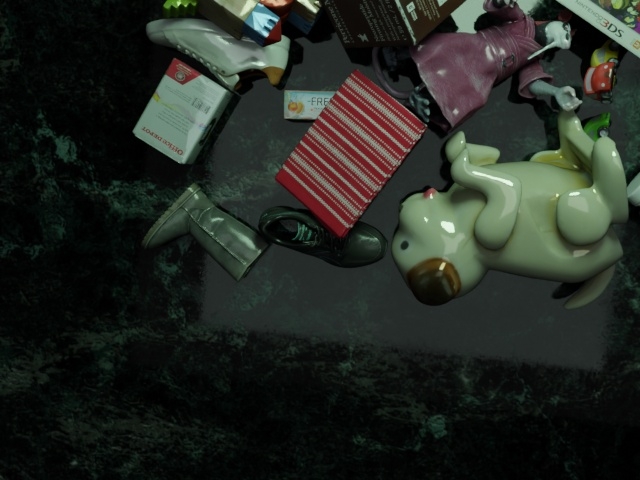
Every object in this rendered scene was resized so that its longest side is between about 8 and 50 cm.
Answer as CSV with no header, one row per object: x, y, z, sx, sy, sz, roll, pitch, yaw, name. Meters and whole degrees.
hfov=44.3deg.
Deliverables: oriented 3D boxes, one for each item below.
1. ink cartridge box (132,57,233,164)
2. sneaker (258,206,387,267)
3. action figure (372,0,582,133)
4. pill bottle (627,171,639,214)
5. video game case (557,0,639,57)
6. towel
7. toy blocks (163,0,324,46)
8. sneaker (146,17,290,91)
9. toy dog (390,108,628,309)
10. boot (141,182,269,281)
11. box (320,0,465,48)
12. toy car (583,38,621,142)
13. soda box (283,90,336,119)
-0.279,-0.259,1.598,0.127,0.072,0.175,32,97,2,ink cartridge box
0.000,0.000,1.575,0.267,0.106,0.101,11,95,4,sneaker
0.323,-0.337,1.496,0.370,0.276,0.248,-23,102,-12,action figure
0.681,-0.056,1.494,0.193,0.108,0.108,36,98,2,pill bottle
0.556,-0.472,1.379,0.210,0.042,0.232,37,117,5,video game case
0.053,-0.163,1.508,0.199,0.031,0.275,43,104,21,towel
-0.081,-0.510,1.494,0.261,0.191,0.381,35,77,-5,toy blocks
-0.212,-0.367,1.564,0.290,0.106,0.123,10,93,4,sneaker
0.331,-0.029,1.481,0.408,0.284,0.395,-16,123,7,toy dog
-0.239,0.009,1.625,0.208,0.076,0.189,44,100,-6,boot
0.122,-0.458,1.404,0.167,0.203,0.168,-44,122,-22,box
0.521,-0.250,1.476,0.053,0.239,0.225,8,120,21,toy car
0.020,-0.267,1.570,0.183,0.063,0.058,3,95,5,soda box
